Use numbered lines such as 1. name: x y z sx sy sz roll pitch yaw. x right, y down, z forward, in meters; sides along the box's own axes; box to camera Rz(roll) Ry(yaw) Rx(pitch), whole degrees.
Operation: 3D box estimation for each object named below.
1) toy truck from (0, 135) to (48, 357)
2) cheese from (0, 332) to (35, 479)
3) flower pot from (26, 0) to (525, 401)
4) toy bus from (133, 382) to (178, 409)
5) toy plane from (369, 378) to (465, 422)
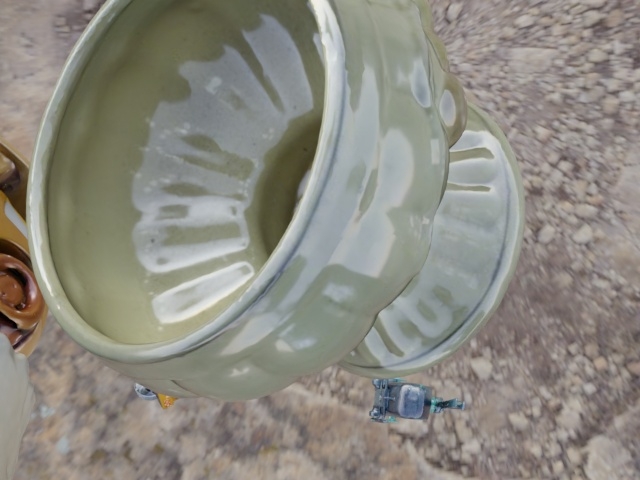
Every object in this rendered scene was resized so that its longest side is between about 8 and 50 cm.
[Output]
1. toy truck: -0.383 0.007 1.251 0.204 0.211 0.288 -35 111 27
2. cheese: -0.383 0.137 0.954 0.332 0.292 0.153 -11 57 34
3. flower pot: -0.015 -0.036 0.878 0.307 0.244 0.307 -14 67 38
4. toy bus: -0.149 0.057 1.119 0.074 0.069 0.162 -26 54 -13
5. toy plane: 0.105 0.197 1.646 0.096 0.235 0.060 6 83 -11
